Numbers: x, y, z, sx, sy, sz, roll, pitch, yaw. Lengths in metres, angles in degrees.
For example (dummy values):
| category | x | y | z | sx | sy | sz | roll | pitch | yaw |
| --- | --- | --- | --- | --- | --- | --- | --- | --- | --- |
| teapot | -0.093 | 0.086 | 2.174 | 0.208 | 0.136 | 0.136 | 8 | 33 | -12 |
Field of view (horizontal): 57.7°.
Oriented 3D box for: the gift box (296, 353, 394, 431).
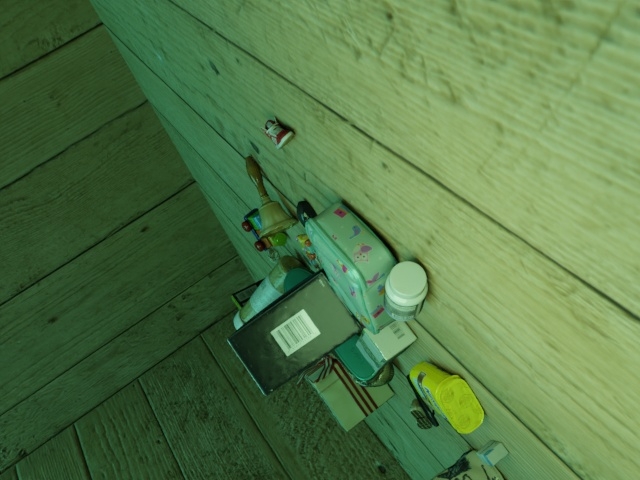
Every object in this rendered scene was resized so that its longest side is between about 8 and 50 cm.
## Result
| category | x | y | z | sx | sy | sz | roll | pitch | yaw |
| --- | --- | --- | --- | --- | --- | --- | --- | --- | --- |
| gift box | 0.074 | 0.520 | 2.126 | 0.258 | 0.276 | 0.255 | 57 | 163 | -4 |

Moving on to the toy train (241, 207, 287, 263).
| category | x | y | z | sx | sy | sz | roll | pitch | yaw |
| --- | --- | --- | --- | --- | --- | --- | --- | --- | --- |
| toy train | -0.163 | 0.001 | 2.061 | 0.143 | 0.105 | 0.248 | 3 | 128 | 58 |

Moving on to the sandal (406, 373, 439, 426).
| category | x | y | z | sx | sy | sz | roll | pitch | yaw |
| --- | --- | --- | --- | --- | --- | --- | --- | --- | --- |
| sandal | 0.290 | 0.435 | 1.611 | 0.179 | 0.040 | 0.067 | -117 | 6 | -54 |

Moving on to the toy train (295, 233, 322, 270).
| category | x | y | z | sx | sy | sz | roll | pitch | yaw |
| --- | --- | --- | --- | --- | --- | --- | --- | --- | --- |
| toy train | -0.017 | 0.028 | 1.669 | 0.125 | 0.046 | 0.166 | 54 | 171 | -3 |

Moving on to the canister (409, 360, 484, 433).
| category | x | y | z | sx | sy | sz | roll | pitch | yaw |
| --- | --- | --- | --- | --- | --- | --- | --- | --- | --- |
| canister | 0.279 | 0.347 | 1.310 | 0.126 | 0.073 | 0.170 | 57 | 169 | -10 |

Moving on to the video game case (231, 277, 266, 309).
| category | x | y | z | sx | sy | sz | roll | pitch | yaw |
| --- | --- | --- | --- | --- | --- | --- | --- | --- | --- |
| video game case | -0.190 | 0.247 | 2.381 | 0.248 | 0.274 | 0.035 | 45 | 151 | 40 |

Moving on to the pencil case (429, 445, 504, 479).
| category | x | y | z | sx | sy | sz | roll | pitch | yaw |
| --- | --- | --- | --- | --- | --- | --- | --- | --- | --- |
| pencil case | 0.269 | 0.693 | 1.480 | 0.183 | 0.410 | 0.160 | -147 | 35 | -71 |

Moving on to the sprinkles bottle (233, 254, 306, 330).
| category | x | y | z | sx | sy | sz | roll | pitch | yaw |
| --- | --- | --- | --- | --- | --- | --- | --- | --- | --- |
| sprinkles bottle | -0.187 | 0.211 | 2.137 | 0.121 | 0.355 | 0.121 | 27 | -148 | -19 |

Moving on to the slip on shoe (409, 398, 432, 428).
| category | x | y | z | sx | sy | sz | roll | pitch | yaw |
| --- | --- | --- | --- | --- | --- | --- | --- | --- | --- |
| slip on shoe | 0.311 | 0.538 | 1.795 | 0.135 | 0.051 | 0.041 | 54 | -149 | -36 |

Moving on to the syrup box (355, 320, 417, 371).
| category | x | y | z | sx | sy | sz | roll | pitch | yaw |
| --- | --- | --- | --- | --- | --- | --- | --- | --- | --- |
| syrup box | 0.161 | 0.255 | 1.461 | 0.093 | 0.096 | 0.237 | 54 | 169 | 15 |

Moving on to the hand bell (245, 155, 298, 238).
| category | x | y | z | sx | sy | sz | roll | pitch | yaw |
| --- | --- | --- | --- | --- | --- | --- | --- | --- | --- |
| hand bell | -0.172 | -0.139 | 1.727 | 0.242 | 0.126 | 0.126 | 65 | 169 | 5 |

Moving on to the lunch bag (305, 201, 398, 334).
| category | x | y | z | sx | sy | sz | roll | pitch | yaw |
| --- | --- | --- | --- | --- | --- | --- | --- | --- | --- |
| lunch bag | 0.073 | 0.062 | 1.243 | 0.224 | 0.108 | 0.279 | 46 | 165 | 37 |

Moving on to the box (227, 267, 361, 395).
| category | x | y | z | sx | sy | sz | roll | pitch | yaw |
| --- | --- | --- | --- | --- | --- | --- | --- | --- | --- |
| box | -0.051 | 0.219 | 1.533 | 0.183 | 0.296 | 0.294 | 55 | -174 | 3 |

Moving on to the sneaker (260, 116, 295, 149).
| category | x | y | z | sx | sy | sz | roll | pitch | yaw |
| --- | --- | --- | --- | --- | --- | --- | --- | --- | --- |
| sneaker | -0.093 | -0.233 | 1.244 | 0.067 | 0.042 | 0.118 | 53 | 171 | -8 |

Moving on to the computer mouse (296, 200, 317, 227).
| category | x | y | z | sx | sy | sz | roll | pitch | yaw |
| --- | --- | --- | --- | --- | --- | --- | --- | --- | --- |
| computer mouse | 0.000 | 0.000 | 1.526 | 0.242 | 0.041 | 0.071 | 59 | 167 | -20 |

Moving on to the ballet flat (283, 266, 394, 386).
| category | x | y | z | sx | sy | sz | roll | pitch | yaw |
| --- | --- | --- | --- | --- | --- | --- | --- | --- | --- |
| ballet flat | 0.058 | 0.282 | 1.854 | 0.483 | 0.164 | 0.182 | 46 | -174 | 31 |

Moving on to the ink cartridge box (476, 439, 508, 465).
| category | x | y | z | sx | sy | sz | roll | pitch | yaw |
| --- | --- | --- | --- | --- | --- | --- | --- | --- | --- |
| ink cartridge box | 0.384 | 0.479 | 1.312 | 0.028 | 0.048 | 0.083 | 53 | 168 | 9 |

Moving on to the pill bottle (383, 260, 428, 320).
| category | x | y | z | sx | sy | sz | roll | pitch | yaw |
| --- | --- | --- | --- | --- | --- | --- | --- | --- | --- |
| pill bottle | 0.157 | 0.094 | 1.075 | 0.078 | 0.078 | 0.137 | 50 | 167 | 22 |
